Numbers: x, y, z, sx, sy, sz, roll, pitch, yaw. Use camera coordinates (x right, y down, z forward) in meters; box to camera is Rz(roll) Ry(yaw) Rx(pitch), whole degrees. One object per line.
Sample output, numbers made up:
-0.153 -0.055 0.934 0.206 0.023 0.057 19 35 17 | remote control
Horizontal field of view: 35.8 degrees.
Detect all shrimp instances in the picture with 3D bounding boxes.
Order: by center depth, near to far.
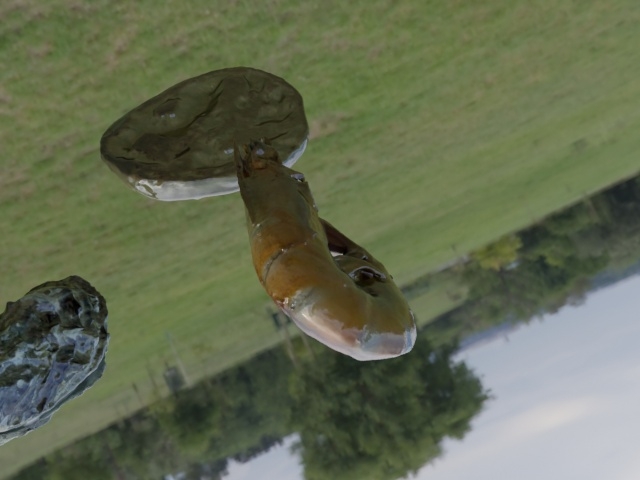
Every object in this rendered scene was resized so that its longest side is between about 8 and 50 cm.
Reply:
0.000 0.000 0.836 0.152 0.287 0.063 19 118 -30 | shrimp

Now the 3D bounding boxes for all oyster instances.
-0.421 0.177 1.388 0.162 0.158 0.351 -3 -154 28 | oyster

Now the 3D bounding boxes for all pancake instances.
-0.155 -0.144 1.348 0.294 0.294 0.049 -23 132 -19 | pancake
